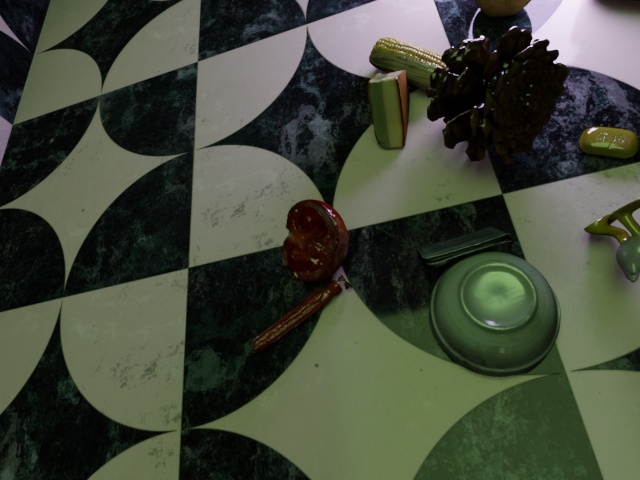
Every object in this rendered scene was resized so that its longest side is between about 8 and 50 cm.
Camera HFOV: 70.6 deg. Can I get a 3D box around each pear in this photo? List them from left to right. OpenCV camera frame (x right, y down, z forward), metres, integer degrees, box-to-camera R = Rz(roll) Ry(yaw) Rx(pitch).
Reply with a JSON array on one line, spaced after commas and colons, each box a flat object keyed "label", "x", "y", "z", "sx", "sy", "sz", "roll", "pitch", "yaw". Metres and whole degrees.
[{"label": "pear", "x": 0.608, "y": -0.865, "z": 1.513, "sx": 0.189, "sy": 0.211, "sz": 0.228, "roll": -22, "pitch": 44, "yaw": -14}]

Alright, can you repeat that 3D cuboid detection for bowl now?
[{"label": "bowl", "x": 0.415, "y": 0.157, "z": 1.085, "sx": 0.308, "sy": 0.163, "sz": 0.306, "roll": -7, "pitch": 61, "yaw": 12}]

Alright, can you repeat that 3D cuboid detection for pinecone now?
[{"label": "pinecone", "x": 0.445, "y": -0.406, "z": 1.262, "sx": 0.385, "sy": 0.384, "sz": 0.384, "roll": -8, "pitch": 62, "yaw": 15}]

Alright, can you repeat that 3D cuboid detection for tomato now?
[{"label": "tomato", "x": 0.000, "y": 0.000, "z": 1.315, "sx": 0.201, "sy": 0.140, "sz": 0.232, "roll": 26, "pitch": 109, "yaw": 35}]

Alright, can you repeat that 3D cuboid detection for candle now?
[{"label": "candle", "x": -0.058, "y": 0.206, "z": 1.282, "sx": 0.329, "sy": 0.048, "sz": 0.051, "roll": -36, "pitch": 17, "yaw": -1}]

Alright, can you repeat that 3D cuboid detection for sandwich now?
[{"label": "sandwich", "x": 0.232, "y": -0.430, "z": 1.475, "sx": 0.108, "sy": 0.219, "sz": 0.186, "roll": -1, "pitch": 27, "yaw": 21}]

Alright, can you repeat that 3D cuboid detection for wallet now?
[{"label": "wallet", "x": 0.362, "y": 0.015, "z": 1.171, "sx": 0.222, "sy": 0.167, "sz": 0.036, "roll": -19, "pitch": 95, "yaw": 9}]

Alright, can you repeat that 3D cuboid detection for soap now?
[{"label": "soap", "x": 0.787, "y": -0.269, "z": 1.233, "sx": 0.140, "sy": 0.045, "sz": 0.088, "roll": 15, "pitch": 73, "yaw": 25}]

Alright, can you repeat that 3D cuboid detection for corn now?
[{"label": "corn", "x": 0.300, "y": -0.593, "z": 1.526, "sx": 0.305, "sy": 0.122, "sz": 0.123, "roll": 36, "pitch": 88, "yaw": 30}]

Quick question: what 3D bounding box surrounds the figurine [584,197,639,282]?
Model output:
[{"label": "figurine", "x": 0.823, "y": 0.055, "z": 1.018, "sx": 0.284, "sy": 0.204, "sz": 0.338, "roll": -19, "pitch": 72, "yaw": 1}]
